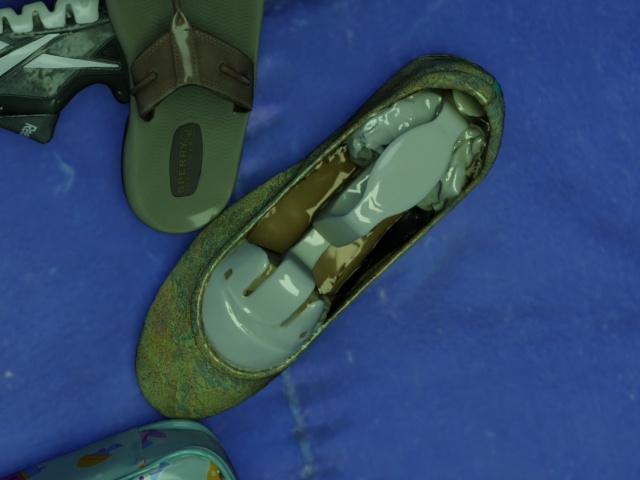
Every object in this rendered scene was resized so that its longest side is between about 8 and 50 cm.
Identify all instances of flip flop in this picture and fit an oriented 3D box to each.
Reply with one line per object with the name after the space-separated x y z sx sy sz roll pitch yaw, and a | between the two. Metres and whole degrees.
-0.091 -0.107 1.335 0.112 0.080 0.277 -5 129 -13 | flip flop

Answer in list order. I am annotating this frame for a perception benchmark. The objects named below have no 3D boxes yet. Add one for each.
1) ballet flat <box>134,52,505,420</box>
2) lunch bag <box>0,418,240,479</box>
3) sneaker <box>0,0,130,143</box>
0.000 0.000 1.404 0.348 0.123 0.123 -44 101 0 | ballet flat
-0.168 0.273 1.418 0.279 0.108 0.224 -23 106 -3 | lunch bag
-0.228 -0.115 1.375 0.234 0.078 0.106 -12 96 -8 | sneaker
